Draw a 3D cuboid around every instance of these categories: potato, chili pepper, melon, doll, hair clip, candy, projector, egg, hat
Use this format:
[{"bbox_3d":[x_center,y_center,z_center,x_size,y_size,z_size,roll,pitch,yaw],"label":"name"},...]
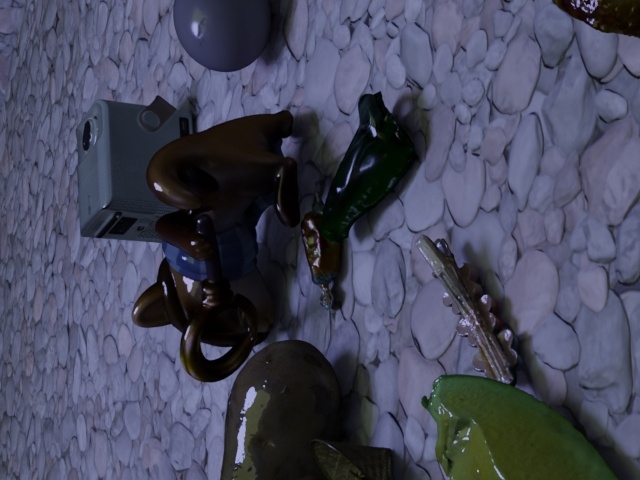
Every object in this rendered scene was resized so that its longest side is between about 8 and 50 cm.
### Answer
[{"bbox_3d":[-0.050,0.256,1.604,0.165,0.165,0.262,0,79,63],"label":"potato"},{"bbox_3d":[0.054,-0.080,1.548,0.216,0.062,0.108,-68,32,34],"label":"chili pepper"},{"bbox_3d":[0.192,0.255,1.162,0.196,0.124,0.323,-60,30,37],"label":"melon"},{"bbox_3d":[-0.127,-0.002,1.749,0.209,0.318,0.340,25,124,16],"label":"doll"},{"bbox_3d":[0.161,0.077,1.330,0.062,0.056,0.214,-48,51,26],"label":"hair clip"},{"bbox_3d":[0.000,0.000,1.654,0.053,0.046,0.182,-24,67,62],"label":"candy"},{"bbox_3d":[-0.314,-0.125,2.142,0.163,0.177,0.242,-36,54,54],"label":"projector"},{"bbox_3d":[-0.147,-0.340,1.885,0.146,0.146,0.199,127,146,-46],"label":"egg"},{"bbox_3d":[0.061,0.268,1.484,0.146,0.067,0.146,41,157,21],"label":"hat"}]

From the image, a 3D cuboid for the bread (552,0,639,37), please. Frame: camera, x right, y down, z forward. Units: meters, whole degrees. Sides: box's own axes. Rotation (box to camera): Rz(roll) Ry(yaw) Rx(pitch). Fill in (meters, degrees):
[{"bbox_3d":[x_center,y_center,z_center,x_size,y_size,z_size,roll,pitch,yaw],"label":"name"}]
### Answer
[{"bbox_3d":[0.275,-0.271,1.103,0.132,0.103,0.172,-125,44,-56],"label":"bread"}]
